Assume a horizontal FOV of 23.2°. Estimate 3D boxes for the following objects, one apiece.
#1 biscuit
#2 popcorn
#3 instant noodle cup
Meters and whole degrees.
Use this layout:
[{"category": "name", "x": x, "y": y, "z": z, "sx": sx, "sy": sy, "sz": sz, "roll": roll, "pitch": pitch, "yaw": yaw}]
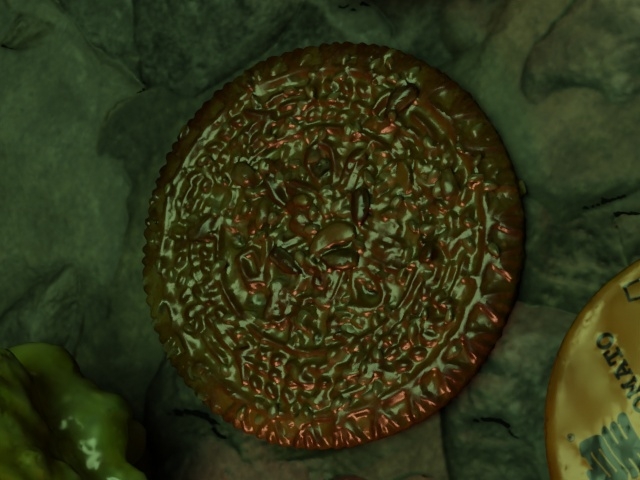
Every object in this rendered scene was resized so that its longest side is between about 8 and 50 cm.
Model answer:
[{"category": "biscuit", "x": 0.000, "y": 0.000, "z": 1.119, "sx": 0.305, "sy": 0.038, "sz": 0.305, "roll": -5, "pitch": 79, "yaw": 25}, {"category": "popcorn", "x": -0.240, "y": 0.186, "z": 1.071, "sx": 0.282, "sy": 0.282, "sz": 0.247, "roll": -22, "pitch": 43, "yaw": 21}, {"category": "instant noodle cup", "x": 0.256, "y": 0.112, "z": 0.902, "sx": 0.216, "sy": 0.172, "sz": 0.215, "roll": -5, "pitch": 79, "yaw": 25}]
